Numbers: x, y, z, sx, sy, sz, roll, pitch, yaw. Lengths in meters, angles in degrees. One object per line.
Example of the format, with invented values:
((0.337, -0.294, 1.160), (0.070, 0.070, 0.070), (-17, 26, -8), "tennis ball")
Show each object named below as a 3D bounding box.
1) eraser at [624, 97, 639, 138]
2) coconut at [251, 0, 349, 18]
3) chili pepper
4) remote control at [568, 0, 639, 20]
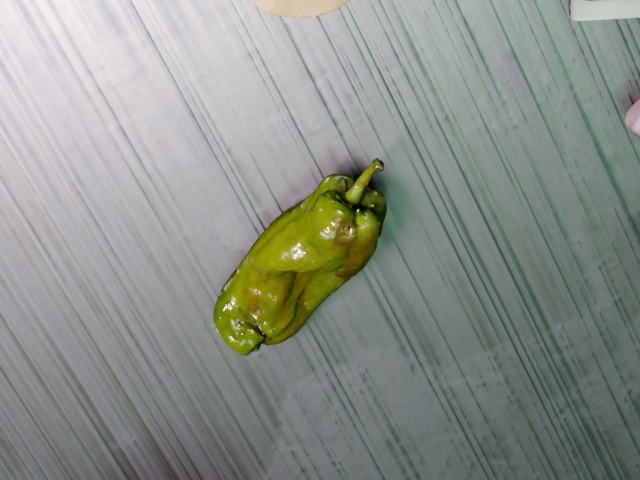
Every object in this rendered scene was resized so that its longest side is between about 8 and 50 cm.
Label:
((0.361, -0.101, 1.088), (0.204, 0.059, 0.243), (39, 114, -15), "eraser")
((-0.011, -0.202, 1.020), (0.116, 0.122, 0.116), (1, 116, 1), "coconut")
((0.002, 0.002, 1.144), (0.072, 0.073, 0.204), (25, 126, -28), "chili pepper")
((0.194, -0.226, 1.054), (0.065, 0.029, 0.166), (-3, 119, 2), "remote control")
